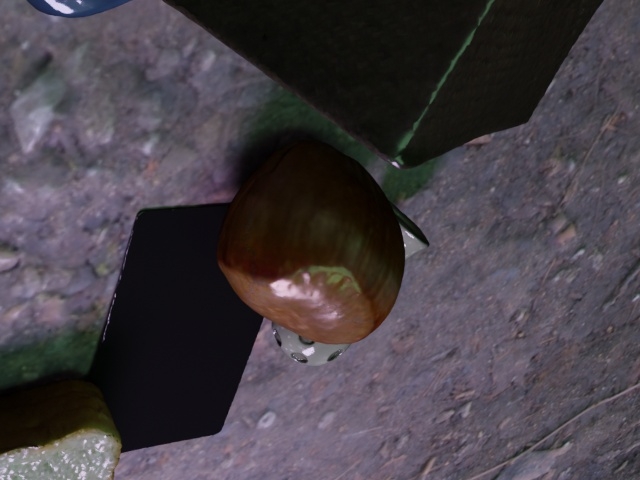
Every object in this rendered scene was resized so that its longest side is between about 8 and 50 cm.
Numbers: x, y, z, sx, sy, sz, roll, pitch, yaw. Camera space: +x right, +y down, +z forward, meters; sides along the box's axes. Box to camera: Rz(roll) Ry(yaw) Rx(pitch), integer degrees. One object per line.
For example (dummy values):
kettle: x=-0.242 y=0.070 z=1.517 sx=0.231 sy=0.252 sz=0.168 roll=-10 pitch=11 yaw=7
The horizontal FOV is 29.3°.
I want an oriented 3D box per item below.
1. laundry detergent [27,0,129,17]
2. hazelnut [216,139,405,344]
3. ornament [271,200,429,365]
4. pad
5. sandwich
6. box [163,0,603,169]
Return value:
laundry detergent: x=-0.144 y=-0.253 z=0.609 sx=0.143 sy=0.094 sz=0.290 roll=-32 pitch=142 yaw=-9
hazelnut: x=0.000 y=0.000 z=0.948 sx=0.150 sy=0.150 sz=0.150 roll=-23 pitch=139 yaw=-21
ornament: x=0.020 y=0.038 z=1.057 sx=0.081 sy=0.075 sz=0.156 roll=41 pitch=99 yaw=-9
pad: x=-0.116 y=0.078 z=1.033 sx=0.159 sy=0.009 sz=0.265 roll=-4 pitch=128 yaw=-37
sandwich: x=-0.271 y=0.205 z=0.971 sx=0.214 sy=0.065 sz=0.186 roll=-5 pitch=130 yaw=-33
box: x=0.060 y=-0.161 z=0.728 sx=0.143 sy=0.184 sz=0.273 roll=-59 pitch=165 yaw=22
